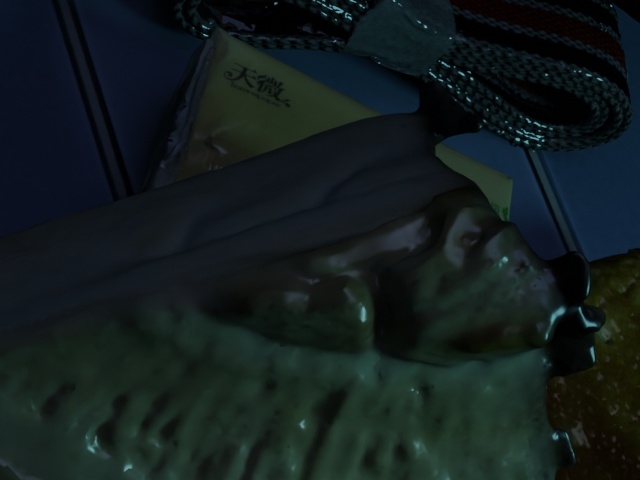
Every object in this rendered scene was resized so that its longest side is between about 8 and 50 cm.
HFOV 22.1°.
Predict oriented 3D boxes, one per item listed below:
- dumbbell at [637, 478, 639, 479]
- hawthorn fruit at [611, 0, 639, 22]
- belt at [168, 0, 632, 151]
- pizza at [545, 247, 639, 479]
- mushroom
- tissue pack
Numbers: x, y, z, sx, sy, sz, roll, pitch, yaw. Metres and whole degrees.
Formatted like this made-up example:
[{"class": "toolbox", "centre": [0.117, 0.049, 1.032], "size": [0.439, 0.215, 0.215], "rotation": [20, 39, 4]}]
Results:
[{"class": "dumbbell", "centre": [0.253, 0.279, 0.849], "size": [0.179, 0.179, 0.406], "rotation": [10, 68, -29]}, {"class": "hawthorn fruit", "centre": [0.270, -0.358, 1.130], "size": [0.402, 0.403, 0.403], "rotation": [17, 54, -25]}, {"class": "belt", "centre": [0.059, -0.152, 1.076], "size": [0.359, 0.126, 0.094], "rotation": [20, 42, -30]}, {"class": "pizza", "centre": [0.185, 0.124, 1.017], "size": [0.197, 0.058, 0.292], "rotation": [37, 50, -11]}, {"class": "mushroom", "centre": [-0.072, 0.136, 0.761], "size": [0.397, 0.224, 0.314], "rotation": [-17, 110, -13]}, {"class": "tissue pack", "centre": [0.000, 0.000, 0.948], "size": [0.222, 0.090, 0.186], "rotation": [28, 49, -17]}]
